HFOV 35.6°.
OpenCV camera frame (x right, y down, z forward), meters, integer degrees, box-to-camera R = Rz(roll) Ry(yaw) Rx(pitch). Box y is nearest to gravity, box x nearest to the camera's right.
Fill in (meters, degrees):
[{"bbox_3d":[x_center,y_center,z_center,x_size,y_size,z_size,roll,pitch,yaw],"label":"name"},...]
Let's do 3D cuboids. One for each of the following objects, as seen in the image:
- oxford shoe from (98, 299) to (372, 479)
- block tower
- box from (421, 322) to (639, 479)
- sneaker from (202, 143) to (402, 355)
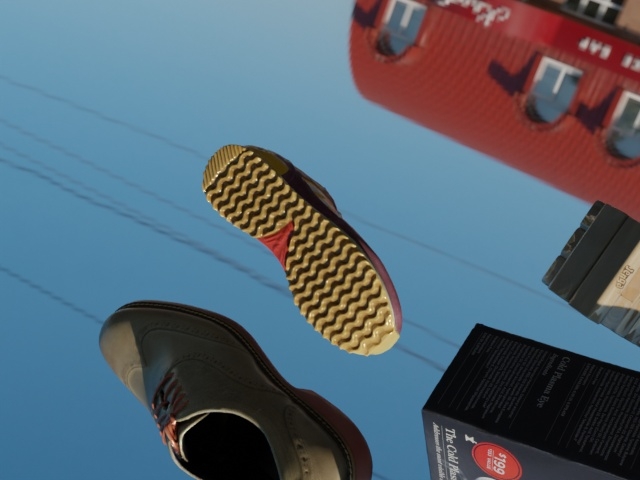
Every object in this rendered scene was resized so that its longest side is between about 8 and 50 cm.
[{"bbox_3d":[-0.115,0.152,0.970,0.348,0.123,0.130,25,-165,33],"label":"oxford shoe"},{"bbox_3d":[0.348,0.074,0.912,0.335,0.097,0.091,29,-171,-31],"label":"block tower"},{"bbox_3d":[0.325,0.324,1.345,0.313,0.343,0.179,14,-135,29],"label":"box"},{"bbox_3d":[0.000,0.000,0.714,0.185,0.069,0.084,50,-158,12],"label":"sneaker"}]
